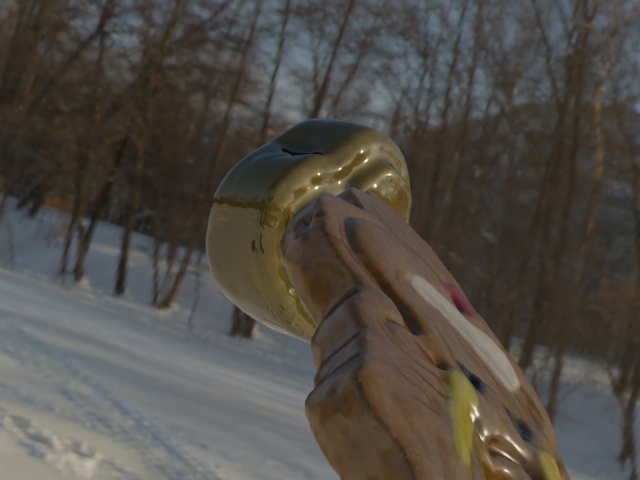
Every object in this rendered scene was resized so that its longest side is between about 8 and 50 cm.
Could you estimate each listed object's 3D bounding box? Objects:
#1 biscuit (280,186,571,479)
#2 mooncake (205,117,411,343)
[{"bbox_3d":[0.052,0.058,0.500,0.186,0.044,0.295,48,13,-26],"label":"biscuit"},{"bbox_3d":[0.000,0.000,1.187,0.117,0.235,0.235,13,-7,39],"label":"mooncake"}]
